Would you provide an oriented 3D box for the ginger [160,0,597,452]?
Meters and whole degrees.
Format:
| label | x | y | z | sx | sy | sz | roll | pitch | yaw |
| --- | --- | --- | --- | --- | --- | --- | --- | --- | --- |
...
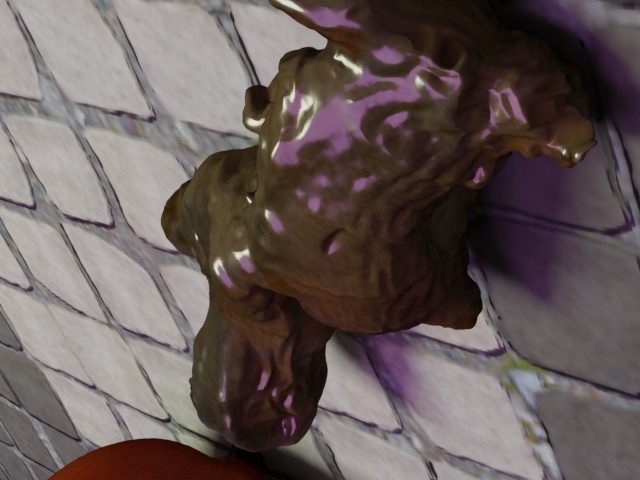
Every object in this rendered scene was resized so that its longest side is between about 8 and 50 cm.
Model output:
| label | x | y | z | sx | sy | sz | roll | pitch | yaw |
| --- | --- | --- | --- | --- | --- | --- | --- | --- | --- |
| ginger | 0.001 | -0.001 | 0.516 | 0.122 | 0.084 | 0.290 | 26 | 149 | -6 |

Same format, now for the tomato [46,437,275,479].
| label | x | y | z | sx | sy | sz | roll | pitch | yaw |
| --- | --- | --- | --- | --- | --- | --- | --- | --- | --- |
| tomato | -0.080 | 0.239 | 0.781 | 0.256 | 0.224 | 0.256 | 25 | 138 | 25 |
